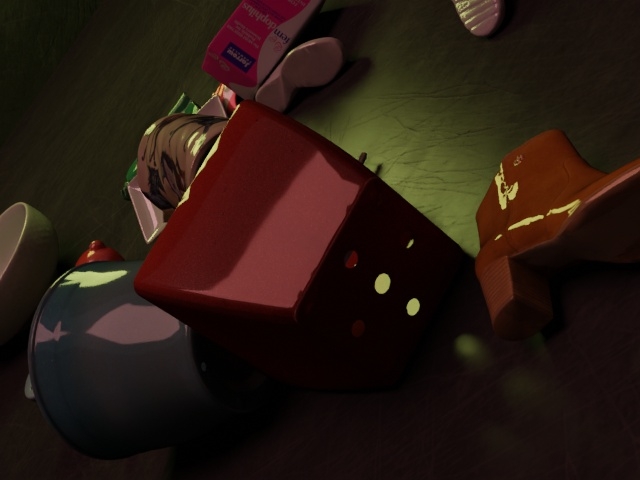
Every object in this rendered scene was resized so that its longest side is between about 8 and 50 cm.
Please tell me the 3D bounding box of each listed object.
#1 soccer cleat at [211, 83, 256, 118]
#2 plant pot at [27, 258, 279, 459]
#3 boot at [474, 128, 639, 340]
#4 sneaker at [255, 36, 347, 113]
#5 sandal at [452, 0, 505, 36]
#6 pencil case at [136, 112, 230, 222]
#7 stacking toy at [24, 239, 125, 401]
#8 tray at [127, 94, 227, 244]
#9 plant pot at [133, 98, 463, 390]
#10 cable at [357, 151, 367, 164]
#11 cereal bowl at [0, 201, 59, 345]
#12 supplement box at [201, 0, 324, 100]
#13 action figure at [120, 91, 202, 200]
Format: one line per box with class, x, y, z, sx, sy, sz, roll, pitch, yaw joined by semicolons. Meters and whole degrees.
soccer cleat;-0.104;-0.324;2.230;0.095;0.083;0.248;26;83;49
plant pot;-0.194;0.145;1.625;0.255;0.271;0.272;-11;49;39
boot;0.255;-0.053;1.231;0.295;0.104;0.211;-44;28;32
sneaker;-0.026;-0.291;2.057;0.212;0.080;0.094;-29;24;46
sandal;0.217;-0.376;1.739;0.102;0.076;0.265;-53;42;41
pencil case;-0.169;-0.102;1.928;0.410;0.159;0.184;-162;63;-69
stacking toy;-0.439;0.152;2.172;0.279;0.130;0.309;-7;53;58
tray;-0.239;-0.123;2.226;0.270;0.030;0.145;-42;53;27
plant pot;-0.001;0.025;1.432;0.235;0.267;0.267;16;73;52
cable;0.000;0.000;1.707;0.139;0.072;0.287;-1;69;40
cereal bowl;-0.651;0.095;2.599;0.339;0.141;0.339;-41;28;28
supplement box;-0.095;-0.363;2.146;0.220;0.111;0.114;-56;2;-15
action figure;-0.308;-0.170;2.406;0.232;0.063;0.137;-49;28;5
